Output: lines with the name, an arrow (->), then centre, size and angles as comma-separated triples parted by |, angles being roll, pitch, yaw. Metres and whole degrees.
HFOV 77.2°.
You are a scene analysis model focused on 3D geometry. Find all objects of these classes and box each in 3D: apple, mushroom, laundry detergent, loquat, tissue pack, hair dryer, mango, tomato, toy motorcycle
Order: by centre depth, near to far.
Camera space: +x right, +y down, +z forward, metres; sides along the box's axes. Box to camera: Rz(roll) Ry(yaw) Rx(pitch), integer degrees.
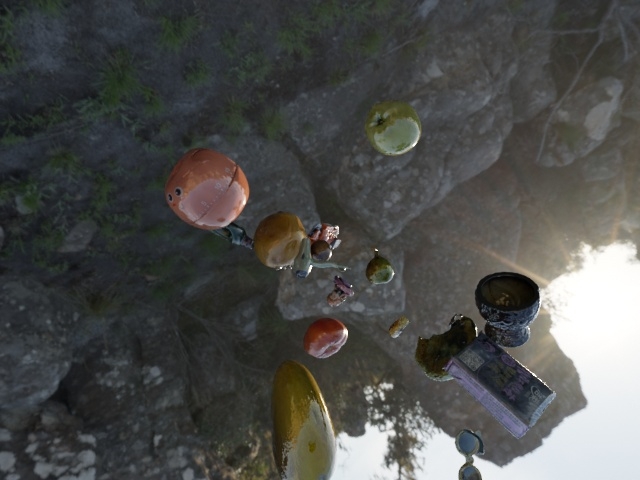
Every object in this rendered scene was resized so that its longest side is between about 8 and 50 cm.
apple -> 0.246, -0.387, 1.377 | 0.200, 0.200, 0.200 | -29, 163, -10
mango -> -0.068, 0.643, 1.413 | 0.221, 0.445, 0.301 | -7, 173, -11
hair dryer -> -0.001, 0.053, 1.458 | 0.199, 0.167, 0.067 | -8, 142, -5
laundry detergent -> -0.338, -0.039, 1.464 | 0.078, 0.222, 0.144 | -56, 170, -18
mushroom -> -0.012, 0.057, 1.568 | 0.129, 0.088, 0.073 | -51, -170, 0
tissue pack -> 0.709, 0.559, 1.595 | 0.259, 0.361, 0.122 | -21, 141, -38
loquat -> -0.164, -0.001, 1.613 | 0.238, 0.238, 0.193 | -36, 164, 12
tomato -> 0.025, 0.531, 2.228 | 0.260, 0.180, 0.260 | -24, 149, -16
toy motorcycle -> 0.000, 0.000, 2.350 | 0.326, 0.148, 0.221 | 3, 121, -61

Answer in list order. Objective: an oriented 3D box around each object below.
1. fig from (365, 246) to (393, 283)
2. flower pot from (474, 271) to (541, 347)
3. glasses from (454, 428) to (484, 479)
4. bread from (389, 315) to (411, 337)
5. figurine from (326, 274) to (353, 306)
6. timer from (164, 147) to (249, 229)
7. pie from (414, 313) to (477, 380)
fig -> 0.303, 0.141, 2.135 | 0.148, 0.186, 0.142 | 0, 162, -40
flower pot -> 0.831, 0.319, 1.784 | 0.267, 0.266, 0.267 | -28, 123, -15
glasses -> 0.460, 0.689, 1.227 | 0.088, 0.189, 0.220 | -5, 161, 17
bread -> 0.315, 0.350, 1.624 | 0.072, 0.053, 0.106 | -40, 160, -27
figurine -> 0.098, 0.259, 1.983 | 0.114, 0.126, 0.157 | 6, 107, -43
timer -> -0.333, -0.150, 1.176 | 0.230, 0.229, 0.215 | -40, 118, 22
pie -> 0.613, 0.533, 1.954 | 0.078, 0.296, 0.371 | 33, 121, -25
